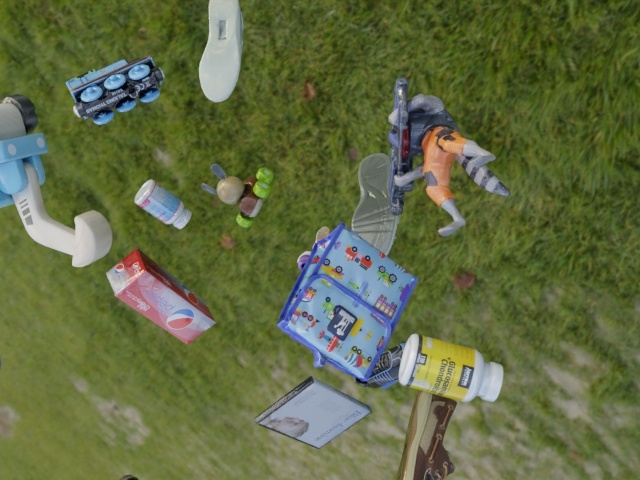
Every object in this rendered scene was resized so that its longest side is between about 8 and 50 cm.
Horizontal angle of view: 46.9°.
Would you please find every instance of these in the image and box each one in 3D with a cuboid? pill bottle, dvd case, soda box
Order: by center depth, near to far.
[{"bbox_3d":[0.250,0.250,1.417,0.184,0.103,0.103,15,139,0],"label":"pill bottle"},{"bbox_3d":[-0.351,0.130,1.652,0.263,0.092,0.083,47,-173,-48],"label":"soda box"},{"bbox_3d":[-0.013,0.421,1.781,0.180,0.022,0.253,-39,136,15],"label":"dvd case"},{"bbox_3d":[-0.469,-0.104,2.211,0.160,0.087,0.087,38,146,-27],"label":"pill bottle"}]

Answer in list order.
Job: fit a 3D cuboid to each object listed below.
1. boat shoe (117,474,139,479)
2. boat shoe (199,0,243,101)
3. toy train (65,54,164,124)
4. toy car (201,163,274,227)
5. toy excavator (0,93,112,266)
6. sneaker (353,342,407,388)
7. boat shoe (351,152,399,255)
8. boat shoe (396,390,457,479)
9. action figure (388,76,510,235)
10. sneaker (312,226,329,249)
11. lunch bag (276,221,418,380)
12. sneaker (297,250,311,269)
[{"bbox_3d":[-0.353,0.590,1.340,0.104,0.307,0.110,10,176,28],"label":"boat shoe"},{"bbox_3d":[-0.184,-0.373,1.446,0.079,0.228,0.081,2,170,10],"label":"boat shoe"},{"bbox_3d":[-0.393,-0.295,1.418,0.105,0.184,0.080,49,163,43],"label":"toy train"},{"bbox_3d":[-0.261,-0.158,2.244,0.188,0.149,0.155,24,124,-14],"label":"toy car"},{"bbox_3d":[-0.760,-0.135,1.841,0.432,0.222,0.445,-9,104,20],"label":"toy excavator"},{"bbox_3d":[0.163,0.333,1.925,0.090,0.081,0.232,6,146,-18],"label":"sneaker"},{"bbox_3d":[0.150,-0.076,1.902,0.118,0.320,0.103,-11,144,18],"label":"boat shoe"},{"bbox_3d":[0.249,0.502,1.678,0.123,0.342,0.123,15,139,4],"label":"boat shoe"},{"bbox_3d":[0.243,-0.165,1.557,0.341,0.178,0.330,91,163,-47],"label":"action figure"},{"bbox_3d":[0.000,0.000,2.090,0.032,0.083,0.037,26,171,9],"label":"sneaker"},{"bbox_3d":[0.046,0.150,1.595,0.221,0.293,0.138,36,146,-11],"label":"lunch bag"},{"bbox_3d":[0.008,0.099,2.112,0.169,0.071,0.068,25,120,-3],"label":"sneaker"}]
